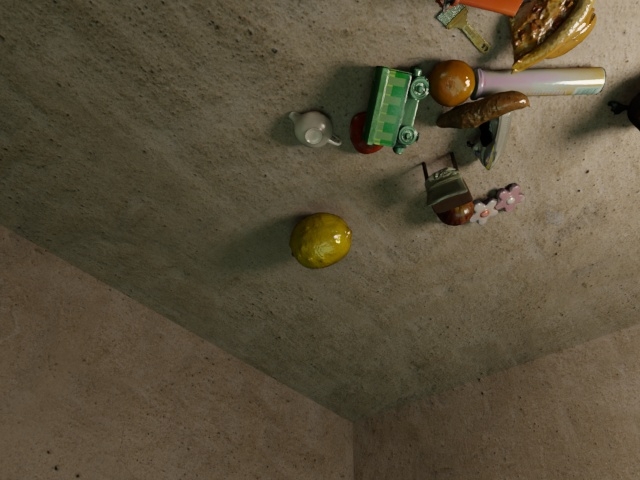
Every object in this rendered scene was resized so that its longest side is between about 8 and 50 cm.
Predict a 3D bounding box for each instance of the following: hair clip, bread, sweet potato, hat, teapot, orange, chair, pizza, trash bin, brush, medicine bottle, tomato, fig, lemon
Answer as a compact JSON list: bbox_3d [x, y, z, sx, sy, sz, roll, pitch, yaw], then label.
[{"bbox_3d":[0.757,-0.156,1.861,0.257,0.075,0.146,-22,124,15],"label":"hair clip"},{"bbox_3d":[0.796,-0.666,1.381,0.114,0.077,0.189,40,126,-24],"label":"bread"},{"bbox_3d":[0.534,-0.439,1.491,0.341,0.114,0.092,-5,102,47],"label":"sweet potato"},{"bbox_3d":[1.118,-0.463,1.446,0.209,0.336,0.238,42,151,14],"label":"hat"},{"bbox_3d":[-0.018,-0.415,1.639,0.226,0.092,0.145,24,130,-23],"label":"teapot"},{"bbox_3d":[0.451,-0.542,1.475,0.156,0.124,0.156,11,124,16],"label":"orange"},{"bbox_3d":[0.493,-0.190,1.659,0.160,0.319,0.186,-18,125,19],"label":"chair"},{"bbox_3d":[0.707,-0.691,1.322,0.182,0.074,0.365,43,123,1],"label":"pizza"},{"bbox_3d":[0.477,-0.750,1.261,0.238,0.161,0.184,13,132,-14],"label":"trash bin"},{"bbox_3d":[0.484,-0.693,1.409,0.218,0.010,0.082,33,126,-25],"label":"brush"},{"bbox_3d":[0.741,-0.544,1.479,0.426,0.108,0.108,-1,133,1],"label":"medicine bottle"},{"bbox_3d":[0.196,-0.402,1.644,0.166,0.082,0.174,-1,130,2],"label":"tomato"},{"bbox_3d":[0.557,-0.131,1.841,0.149,0.148,0.202,54,144,-6],"label":"fig"},{"bbox_3d":[0.002,-0.001,1.913,0.260,0.260,0.284,33,137,-25],"label":"lemon"}]

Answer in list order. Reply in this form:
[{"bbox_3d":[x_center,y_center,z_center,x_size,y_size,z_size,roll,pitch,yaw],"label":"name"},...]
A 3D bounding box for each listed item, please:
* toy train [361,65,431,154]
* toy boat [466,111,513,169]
[{"bbox_3d":[0.262,-0.463,1.512,0.202,0.120,0.301,7,110,-9],"label":"toy train"},{"bbox_3d":[0.633,-0.391,1.603,0.140,0.141,0.269,7,135,-4],"label":"toy boat"}]
